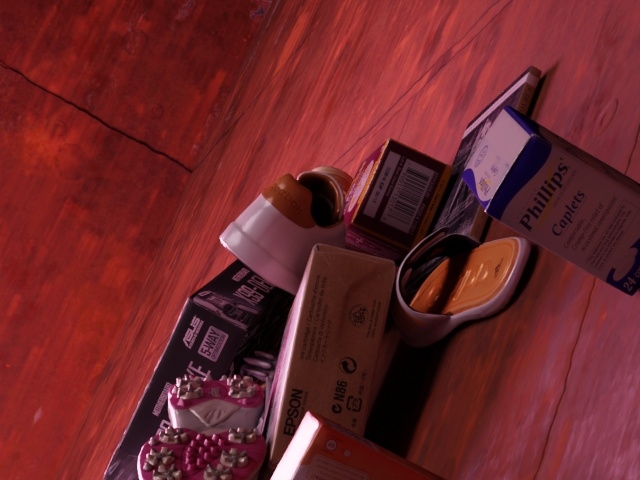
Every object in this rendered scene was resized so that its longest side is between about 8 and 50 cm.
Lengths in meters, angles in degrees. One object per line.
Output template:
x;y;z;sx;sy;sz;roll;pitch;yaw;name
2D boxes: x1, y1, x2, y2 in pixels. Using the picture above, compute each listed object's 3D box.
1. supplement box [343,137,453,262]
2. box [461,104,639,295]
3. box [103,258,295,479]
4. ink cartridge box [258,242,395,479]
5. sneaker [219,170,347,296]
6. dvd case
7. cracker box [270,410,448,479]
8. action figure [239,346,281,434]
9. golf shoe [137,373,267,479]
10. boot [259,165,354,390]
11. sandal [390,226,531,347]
0.075;-0.039;2.170;0.188;0.080;0.104;144;151;-80;supplement box
0.191;-0.033;1.521;0.072;0.137;0.126;-59;11;10;box
-0.118;0.142;2.225;0.242;0.076;0.307;-63;-7;20;box
-0.001;0.148;1.917;0.193;0.088;0.235;113;169;-66;ink cartridge box
0.000;0.000;2.074;0.123;0.106;0.290;-52;-18;3;sneaker
0.160;-0.061;2.057;0.164;0.018;0.221;-44;21;62;dvd case
0.008;0.275;1.562;0.232;0.155;0.067;-62;11;0;cracker box
-0.049;0.202;2.128;0.285;0.099;0.185;-73;-5;-78;action figure
-0.106;0.229;1.847;0.306;0.115;0.140;-68;-18;-74;golf shoe
-0.035;0.051;2.474;0.262;0.095;0.203;-58;11;29;boot
0.119;0.030;1.866;0.102;0.076;0.265;-65;11;-19;sandal
